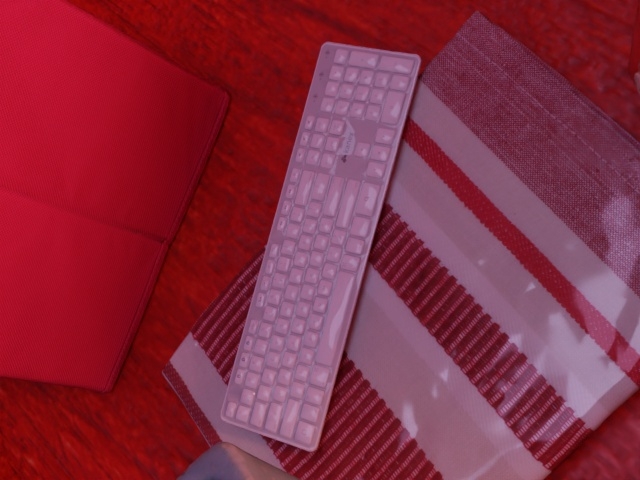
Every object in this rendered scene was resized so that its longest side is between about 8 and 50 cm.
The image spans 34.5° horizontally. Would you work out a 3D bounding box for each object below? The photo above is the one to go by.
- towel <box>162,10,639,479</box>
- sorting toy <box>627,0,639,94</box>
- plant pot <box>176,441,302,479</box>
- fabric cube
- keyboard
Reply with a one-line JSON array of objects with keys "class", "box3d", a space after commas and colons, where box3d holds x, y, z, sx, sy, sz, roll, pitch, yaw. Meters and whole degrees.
[{"class": "towel", "box3d": [0.065, 0.051, 0.633, 0.329, 0.037, 0.237, -47, 59, 14]}, {"class": "sorting toy", "box3d": [0.217, -0.062, 0.428, 0.089, 0.255, 0.257, -21, 66, 3]}, {"class": "plant pot", "box3d": [0.012, 0.284, 0.463, 0.248, 0.252, 0.247, -50, 45, 12]}, {"class": "fabric cube", "box3d": [-0.271, -0.063, 0.733, 0.254, 0.258, 0.259, 22, 89, 34]}, {"class": "keyboard", "box3d": [0.000, 0.000, 0.654, 0.072, 0.014, 0.256, 13, 86, 32]}]
